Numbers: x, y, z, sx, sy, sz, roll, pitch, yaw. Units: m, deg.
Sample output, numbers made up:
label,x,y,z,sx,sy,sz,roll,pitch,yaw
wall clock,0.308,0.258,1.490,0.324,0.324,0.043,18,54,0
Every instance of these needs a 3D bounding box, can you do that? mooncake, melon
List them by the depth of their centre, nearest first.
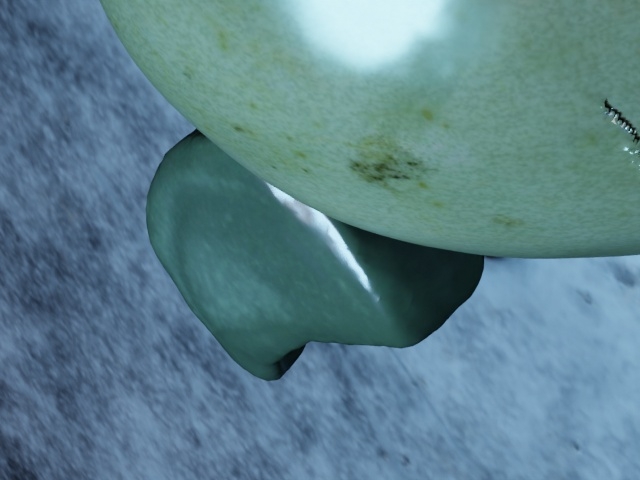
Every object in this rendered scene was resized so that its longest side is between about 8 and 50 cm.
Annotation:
label,x,y,z,sx,sy,sz,roll,pitch,yaw
melon,0.087,-0.129,0.591,0.330,0.268,0.268,-12,111,35
mooncake,0.000,0.000,0.988,0.175,0.104,0.168,24,134,38
